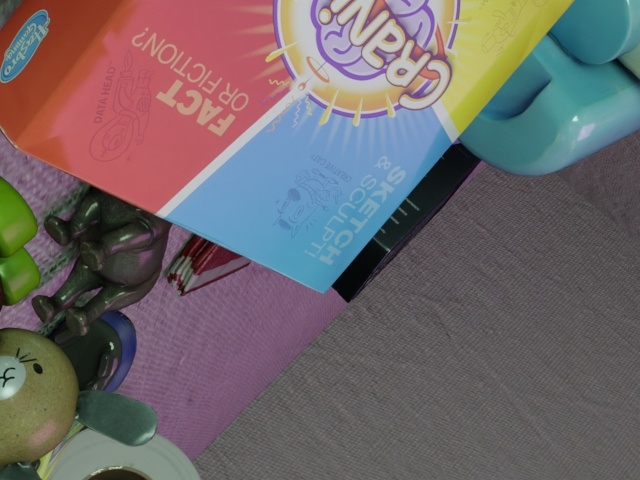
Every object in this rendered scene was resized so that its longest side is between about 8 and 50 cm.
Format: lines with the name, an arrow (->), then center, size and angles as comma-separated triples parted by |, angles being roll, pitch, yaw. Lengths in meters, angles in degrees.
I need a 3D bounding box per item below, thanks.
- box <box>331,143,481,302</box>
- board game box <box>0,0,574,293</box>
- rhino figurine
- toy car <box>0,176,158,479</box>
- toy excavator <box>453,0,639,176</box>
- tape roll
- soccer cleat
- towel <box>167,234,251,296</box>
box -> 0.051, -0.063, 1.059 | 0.207, 0.153, 0.108 | -41, 170, -39
board game box -> 0.020, -0.138, 0.498 | 0.316, 0.064, 0.242 | -50, 142, 10
rhino figurine -> -0.154, -0.018, 0.774 | 0.106, 0.073, 0.243 | -36, 164, -40
toy car -> -0.199, 0.085, 0.609 | 0.155, 0.188, 0.149 | -44, 170, -28
toy excavator -> 0.235, -0.151, 0.746 | 0.222, 0.445, 0.433 | -27, 161, -28
tape roll -> -0.283, 0.393, 1.363 | 0.246, 0.246, 0.169 | -44, 171, -26
soccer cleat -> -0.279, 0.184, 0.979 | 0.289, 0.093, 0.121 | -49, 178, 9
towel -> -0.040, -0.080, 1.186 | 0.329, 0.037, 0.237 | -50, 172, 17
